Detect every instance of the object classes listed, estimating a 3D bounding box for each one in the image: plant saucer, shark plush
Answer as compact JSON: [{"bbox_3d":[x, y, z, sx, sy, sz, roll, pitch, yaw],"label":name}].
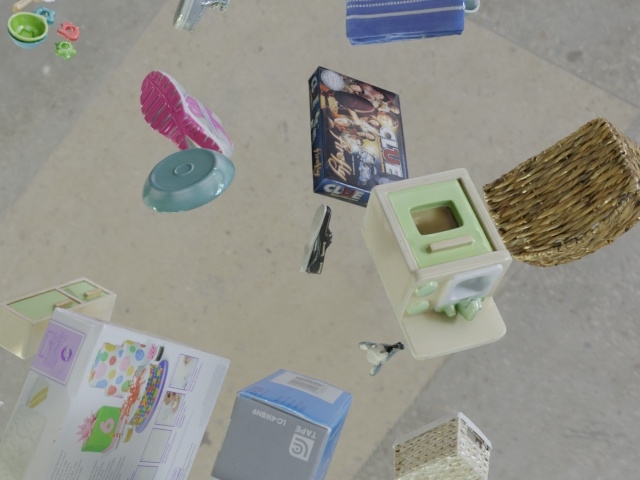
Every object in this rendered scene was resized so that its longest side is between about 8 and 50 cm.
[{"bbox_3d":[-0.164,-0.079,1.065,0.119,0.021,0.119,-10,40,8],"label":"plant saucer"},{"bbox_3d":[0.133,0.216,1.779,0.067,0.161,0.073,-19,71,-20],"label":"shark plush"}]

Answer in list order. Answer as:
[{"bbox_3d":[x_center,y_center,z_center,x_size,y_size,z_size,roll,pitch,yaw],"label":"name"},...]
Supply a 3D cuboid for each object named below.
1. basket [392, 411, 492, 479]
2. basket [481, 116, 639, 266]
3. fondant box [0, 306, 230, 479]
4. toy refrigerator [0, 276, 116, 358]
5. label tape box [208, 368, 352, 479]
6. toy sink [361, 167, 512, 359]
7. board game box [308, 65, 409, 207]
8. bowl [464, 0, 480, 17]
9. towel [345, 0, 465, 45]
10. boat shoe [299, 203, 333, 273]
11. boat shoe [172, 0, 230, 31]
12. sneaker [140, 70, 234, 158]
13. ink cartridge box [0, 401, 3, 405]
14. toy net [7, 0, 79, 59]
[{"bbox_3d":[0.232,0.425,1.684,0.167,0.113,0.103,-32,25,29],"label":"basket"},{"bbox_3d":[0.518,-0.068,1.751,0.299,0.223,0.214,-33,63,27],"label":"basket"},{"bbox_3d":[-0.284,0.247,1.253,0.096,0.330,0.238,17,82,27],"label":"fondant box"},{"bbox_3d":[-0.563,0.156,1.866,0.102,0.269,0.094,25,108,19],"label":"toy refrigerator"},{"bbox_3d":[-0.077,0.336,1.002,0.115,0.249,0.348,21,90,8],"label":"label tape box"},{"bbox_3d":[0.174,0.030,1.266,0.152,0.131,0.234,-12,61,-14],"label":"toy sink"},{"bbox_3d":[0.064,-0.166,1.458,0.042,0.165,0.243,-46,38,46],"label":"board game box"},{"bbox_3d":[0.211,-0.601,2.075,0.163,0.311,0.312,-44,54,35],"label":"bowl"},{"bbox_3d":[0.138,-0.524,1.555,0.243,0.040,0.336,4,105,34],"label":"towel"},{"bbox_3d":[0.000,0.000,1.387,0.046,0.038,0.125,-103,27,-62],"label":"boat shoe"},{"bbox_3d":[-0.165,-0.516,1.644,0.320,0.103,0.118,-59,15,-14],"label":"boat shoe"},{"bbox_3d":[-0.274,-0.243,1.814,0.103,0.111,0.252,-37,89,23],"label":"sneaker"},{"bbox_3d":[-0.532,0.174,1.077,0.171,0.235,0.056,-35,44,35],"label":"ink cartridge box"},{"bbox_3d":[-0.497,-0.426,1.585,0.045,0.122,0.232,118,150,-51],"label":"toy net"}]
